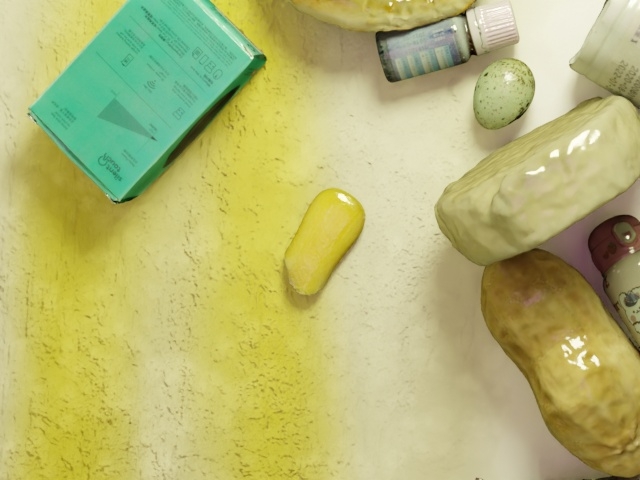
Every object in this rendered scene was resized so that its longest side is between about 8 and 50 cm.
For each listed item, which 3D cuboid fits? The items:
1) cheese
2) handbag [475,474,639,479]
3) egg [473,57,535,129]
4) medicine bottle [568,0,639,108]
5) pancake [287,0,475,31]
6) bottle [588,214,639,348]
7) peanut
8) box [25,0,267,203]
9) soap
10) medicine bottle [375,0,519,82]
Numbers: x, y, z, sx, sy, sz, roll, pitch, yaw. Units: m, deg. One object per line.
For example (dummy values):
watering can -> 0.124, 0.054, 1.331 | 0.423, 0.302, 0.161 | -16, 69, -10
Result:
cheese -> 0.315, -0.088, 1.809 | 0.318, 0.326, 0.115 | -24, 99, 48
handbag -> 0.351, 0.420, 1.923 | 0.270, 0.117, 0.182 | -7, 108, 7
egg -> 0.266, -0.212, 1.893 | 0.085, 0.085, 0.110 | 25, 102, 6
medicine bottle -> 0.532, -0.239, 1.795 | 0.332, 0.190, 0.190 | 31, 99, 5
pancake -> 0.083, -0.478, 1.876 | 0.387, 0.082, 0.387 | -1, 84, 8
bottle -> 0.467, 0.071, 1.850 | 0.110, 0.110, 0.233 | -31, 70, 10
peanut -> 0.359, 0.172, 1.860 | 0.169, 0.192, 0.387 | -36, 90, 25
box -> -0.258, -0.233, 1.956 | 0.205, 0.118, 0.311 | 45, 99, 5
soap -> 0.000, 0.000, 1.980 | 0.089, 0.033, 0.168 | 36, 99, 6
medicine bottle -> 0.186, -0.294, 1.898 | 0.203, 0.083, 0.083 | -15, 93, 12
